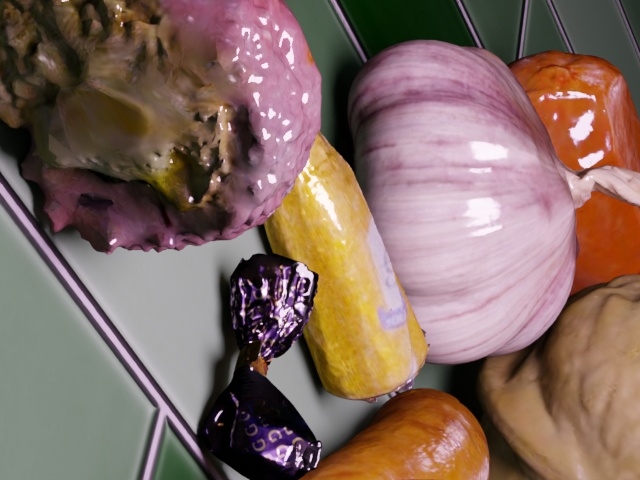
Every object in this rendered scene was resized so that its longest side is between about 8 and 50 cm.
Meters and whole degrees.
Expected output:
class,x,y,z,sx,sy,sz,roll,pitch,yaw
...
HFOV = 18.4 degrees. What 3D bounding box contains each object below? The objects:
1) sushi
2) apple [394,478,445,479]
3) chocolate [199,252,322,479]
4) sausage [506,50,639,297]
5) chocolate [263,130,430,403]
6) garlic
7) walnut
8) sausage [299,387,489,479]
class,x,y,z,sx,sy,sz,roll,pitch,yaw
sushi,-0.092,-0.104,1.012,0.107,0.161,0.241,-47,125,-61
apple,0.045,0.296,1.033,0.348,0.277,0.348,39,44,-53
chocolate,-0.035,0.079,1.197,0.070,0.072,0.147,55,28,-40
sausage,0.220,-0.052,1.751,0.153,0.141,0.268,-77,151,-44
chocolate,0.000,0.000,1.309,0.219,0.086,0.085,65,27,-23
garlic,0.151,-0.028,1.452,0.245,0.253,0.245,-2,90,-73
walnut,0.243,0.164,1.548,0.253,0.282,0.277,59,22,1
sausage,0.051,0.165,1.324,0.270,0.109,0.109,-27,106,-69
